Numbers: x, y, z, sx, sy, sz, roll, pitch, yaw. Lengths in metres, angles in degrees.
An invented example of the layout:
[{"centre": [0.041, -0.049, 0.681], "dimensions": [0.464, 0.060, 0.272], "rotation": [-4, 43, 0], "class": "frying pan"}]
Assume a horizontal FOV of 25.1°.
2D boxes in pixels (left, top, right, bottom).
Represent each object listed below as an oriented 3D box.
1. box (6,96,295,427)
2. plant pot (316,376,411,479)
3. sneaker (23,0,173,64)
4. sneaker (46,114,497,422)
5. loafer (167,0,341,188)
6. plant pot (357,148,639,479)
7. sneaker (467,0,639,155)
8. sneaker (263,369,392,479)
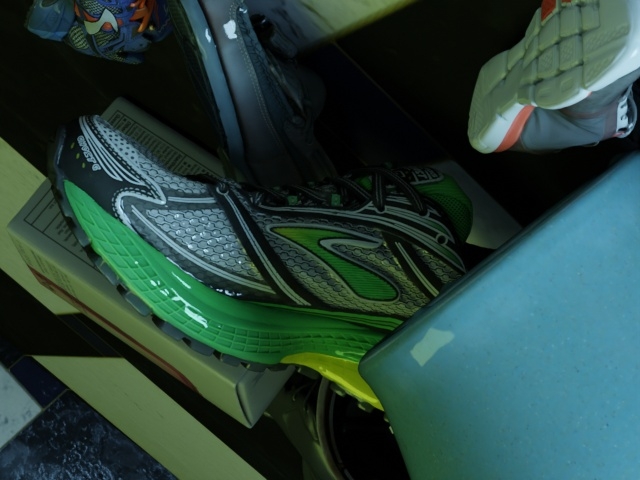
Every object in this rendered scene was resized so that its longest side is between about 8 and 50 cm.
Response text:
[{"centre": [-0.110, 0.018, 1.162], "dimensions": [0.232, 0.148, 0.127], "rotation": [33, 162, 15], "class": "box"}, {"centre": [0.079, 0.140, 1.112], "dimensions": [0.167, 0.167, 0.165], "rotation": [36, 171, 6], "class": "plant pot"}, {"centre": [-0.121, -0.163, 0.883], "dimensions": [0.087, 0.083, 0.221], "rotation": [27, 170, -12], "class": "sneaker"}, {"centre": [0.000, 0.000, 0.855], "dimensions": [0.343, 0.146, 0.134], "rotation": [22, -163, -20], "class": "sneaker"}, {"centre": [-0.031, -0.083, 0.914], "dimensions": [0.267, 0.084, 0.096], "rotation": [75, 170, -57], "class": "loafer"}, {"centre": [0.164, 0.104, 0.712], "dimensions": [0.255, 0.271, 0.271], "rotation": [53, 162, 3], "class": "plant pot"}, {"centre": [0.125, -0.076, 0.668], "dimensions": [0.065, 0.061, 0.158], "rotation": [14, 168, -15], "class": "sneaker"}, {"centre": [-0.010, 0.131, 1.293], "dimensions": [0.286, 0.109, 0.130], "rotation": [47, 157, 15], "class": "sneaker"}]
